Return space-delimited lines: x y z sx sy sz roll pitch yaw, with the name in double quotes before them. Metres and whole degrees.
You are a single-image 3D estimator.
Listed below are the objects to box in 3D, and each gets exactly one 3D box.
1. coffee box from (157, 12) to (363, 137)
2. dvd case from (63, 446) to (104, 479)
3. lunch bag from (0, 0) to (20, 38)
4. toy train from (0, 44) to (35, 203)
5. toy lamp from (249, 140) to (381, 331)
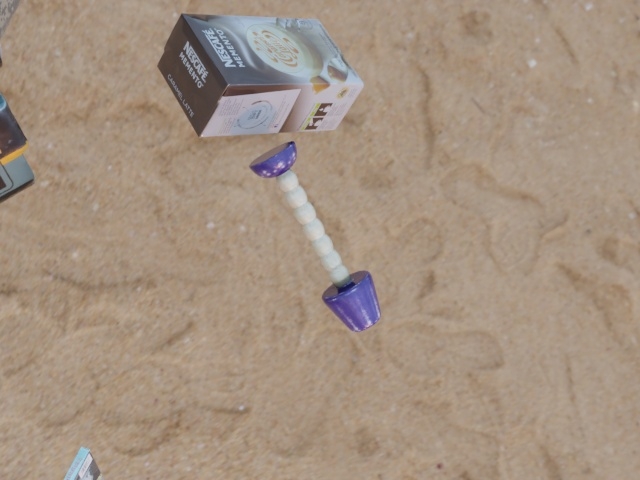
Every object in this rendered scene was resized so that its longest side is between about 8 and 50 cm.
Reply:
"coffee box" -0.081 -0.230 1.439 0.246 0.098 0.141 -9 57 -42
"dvd case" -0.257 0.281 1.097 0.013 0.119 0.087 17 58 11
"lunch bag" -0.546 -0.300 1.262 0.256 0.212 0.305 15 62 5
"toy train" -0.389 -0.053 0.820 0.334 0.190 0.142 -33 55 -14
"toy lamp" 0.000 0.000 1.413 0.080 0.080 0.275 -41 108 -37
